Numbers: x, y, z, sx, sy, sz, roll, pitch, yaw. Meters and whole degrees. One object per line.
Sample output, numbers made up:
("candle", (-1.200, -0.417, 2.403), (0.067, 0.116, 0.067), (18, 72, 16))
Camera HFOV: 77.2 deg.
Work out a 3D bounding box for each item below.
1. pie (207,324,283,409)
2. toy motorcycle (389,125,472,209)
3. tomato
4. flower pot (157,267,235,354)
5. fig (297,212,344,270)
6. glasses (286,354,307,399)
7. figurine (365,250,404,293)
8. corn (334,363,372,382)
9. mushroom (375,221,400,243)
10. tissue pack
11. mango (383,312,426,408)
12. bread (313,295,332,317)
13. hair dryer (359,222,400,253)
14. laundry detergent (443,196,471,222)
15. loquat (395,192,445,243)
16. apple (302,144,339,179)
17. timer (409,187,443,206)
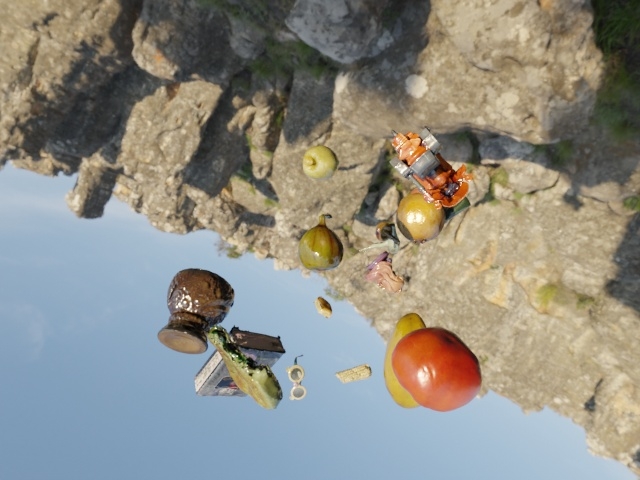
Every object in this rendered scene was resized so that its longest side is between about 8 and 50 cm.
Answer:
("pie", (-0.259, 0.452, 1.393), (0.371, 0.296, 0.078), (32, -127, 33))
("toy motorcycle", (0.296, -0.195, 1.093), (0.221, 0.148, 0.326), (52, -160, 21))
("tomato", (0.327, 0.348, 1.135), (0.260, 0.180, 0.260), (22, -158, -9))
("flower pot", (-0.500, 0.289, 1.588), (0.267, 0.266, 0.267), (24, -132, -13))
("fig", (0.009, 0.007, 1.278), (0.148, 0.186, 0.142), (1, -174, -40))
("glasses", (-0.096, 0.697, 2.092), (0.088, 0.189, 0.220), (-3, -170, 16))
("figurine", (0.224, 0.125, 1.416), (0.114, 0.126, 0.157), (-4, -119, -44))
("corn", (0.193, 0.771, 2.301), (0.211, 0.087, 0.087), (-16, -162, -8))
("mushroom", (0.309, -0.024, 1.858), (0.129, 0.088, 0.073), (44, 164, 6))
("tissue pack", (-0.355, 0.540, 1.742), (0.259, 0.361, 0.122), (21, -151, -35))
("mango", (0.426, 0.570, 1.927), (0.221, 0.445, 0.301), (3, 179, -12))
("bread", (0.015, 0.290, 1.753), (0.072, 0.053, 0.106), (37, -168, -22))
("hair dryer", (0.297, -0.011, 1.967), (0.199, 0.167, 0.067), (3, -151, -5))
("laundry detergent", (0.622, -0.136, 1.982), (0.078, 0.222, 0.144), (51, -176, -12))
("loquat", (0.455, -0.104, 1.826), (0.238, 0.238, 0.193), (28, -171, 16))
("apple", (0.005, -0.405, 2.106), (0.200, 0.200, 0.200), (25, -171, -4))
("timer", (0.604, -0.202, 2.284), (0.230, 0.229, 0.215), (30, -126, 26))
